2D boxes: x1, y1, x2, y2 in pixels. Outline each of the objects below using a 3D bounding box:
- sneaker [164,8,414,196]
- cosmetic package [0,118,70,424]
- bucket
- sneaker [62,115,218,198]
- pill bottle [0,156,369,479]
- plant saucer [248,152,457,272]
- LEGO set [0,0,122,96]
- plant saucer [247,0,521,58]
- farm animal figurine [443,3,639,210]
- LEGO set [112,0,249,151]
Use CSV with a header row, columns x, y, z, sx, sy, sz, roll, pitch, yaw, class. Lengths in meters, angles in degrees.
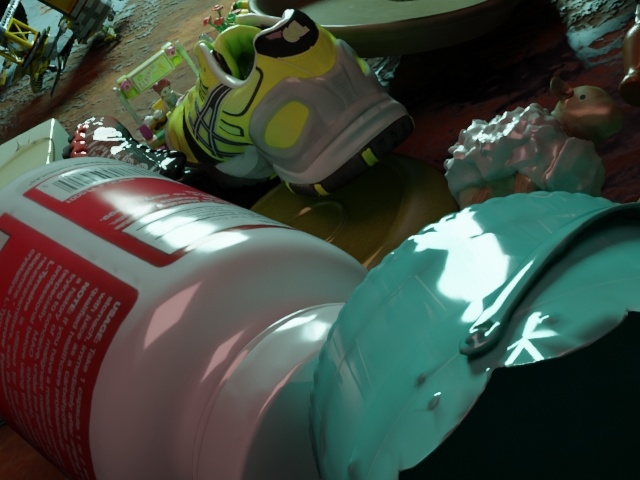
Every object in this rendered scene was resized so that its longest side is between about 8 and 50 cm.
x,y,z,sx,sy,sz,roll,pitch,yaw,class
-0.052,-0.137,1.206,0.145,0.147,0.385,-39,19,-21,sneaker
-0.299,0.028,1.286,0.160,0.113,0.309,-28,34,10,cosmetic package
0.129,0.116,0.646,0.281,0.281,0.183,-33,27,2,bucket
-0.167,-0.043,1.266,0.135,0.097,0.276,-30,40,4,sneaker
-0.089,0.085,0.917,0.229,0.229,0.408,-45,34,-16,pill bottle
0.000,0.000,1.128,0.241,0.037,0.241,-23,35,17,plant saucer
-0.372,-0.251,1.706,0.255,0.192,0.331,-52,20,29,LEGO set
0.069,-0.232,1.283,0.278,0.041,0.278,-7,26,3,plant saucer
0.281,-0.033,0.765,0.327,0.330,0.172,-40,20,52,farm animal figurine
-0.144,-0.190,1.435,0.132,0.107,0.287,10,53,47,LEGO set
